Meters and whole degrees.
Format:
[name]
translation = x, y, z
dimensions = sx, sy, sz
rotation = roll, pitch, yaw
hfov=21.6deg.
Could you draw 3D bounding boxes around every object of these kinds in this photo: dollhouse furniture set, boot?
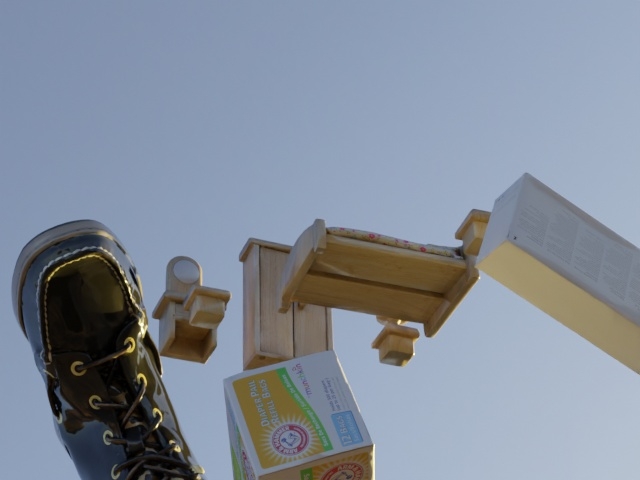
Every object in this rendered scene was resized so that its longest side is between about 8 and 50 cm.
[dollhouse furniture set]
translation = 0.000, 0.000, 1.944
dimensions = 0.303, 0.173, 0.355
rotation = 11, -37, -18
[boot]
translation = -0.197, 0.186, 1.711
dimensions = 0.138, 0.284, 0.377
rotation = -19, -42, -19

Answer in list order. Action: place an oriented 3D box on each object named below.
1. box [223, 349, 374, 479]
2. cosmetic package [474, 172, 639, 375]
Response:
[box]
translation = -0.017, 0.210, 1.477
dimensions = 0.103, 0.114, 0.203
rotation = -14, -42, -11
[cosmetic package]
translation = 0.268, 0.043, 1.628
dimensions = 0.239, 0.099, 0.060
rotation = 33, -45, -12
